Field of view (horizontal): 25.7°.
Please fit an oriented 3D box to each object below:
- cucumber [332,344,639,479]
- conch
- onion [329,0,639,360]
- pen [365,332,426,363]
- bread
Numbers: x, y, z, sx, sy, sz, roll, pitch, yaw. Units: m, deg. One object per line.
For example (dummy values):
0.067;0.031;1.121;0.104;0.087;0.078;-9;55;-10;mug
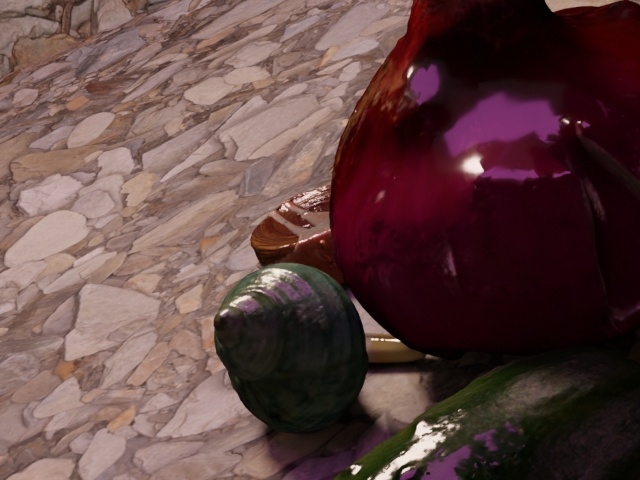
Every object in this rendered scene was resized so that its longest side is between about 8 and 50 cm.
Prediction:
0.140;0.171;1.065;0.325;0.105;0.145;-28;23;-16;cucumber
-0.033;0.099;1.288;0.176;0.188;0.122;28;61;36;conch
0.157;-0.113;1.250;0.398;0.420;0.398;-29;22;13;onion
0.012;0.107;1.407;0.233;0.032;0.040;-2;8;38;pen
0.000;0.000;1.587;0.160;0.073;0.160;-18;22;7;bread
